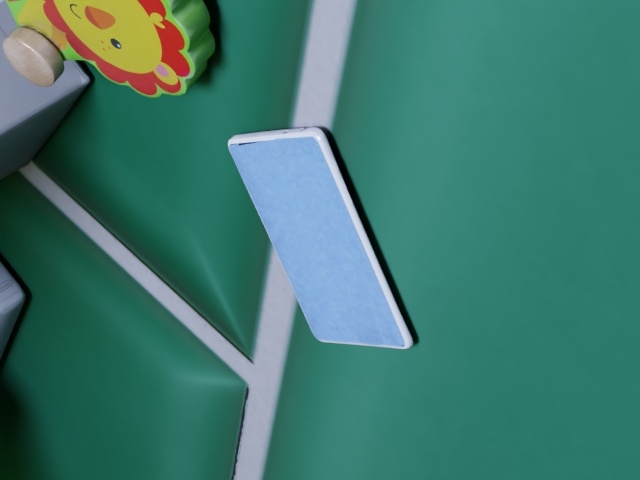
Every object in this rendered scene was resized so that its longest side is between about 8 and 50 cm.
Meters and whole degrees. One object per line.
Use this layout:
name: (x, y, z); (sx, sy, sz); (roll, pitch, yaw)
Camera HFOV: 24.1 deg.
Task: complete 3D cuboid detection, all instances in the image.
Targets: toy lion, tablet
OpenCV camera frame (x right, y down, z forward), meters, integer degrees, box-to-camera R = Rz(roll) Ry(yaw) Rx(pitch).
toy lion: (-0.083, -0.090, 0.507); (0.096, 0.034, 0.100); (4, 137, 46)
tablet: (0.000, 0.000, 0.514); (0.054, 0.006, 0.083); (0, 120, 52)

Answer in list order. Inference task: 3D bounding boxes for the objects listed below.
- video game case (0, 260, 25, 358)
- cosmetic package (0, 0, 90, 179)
video game case: (-0.242, 0.004, 0.821); (0.193, 0.023, 0.212); (50, 148, 8)
cosmetic package: (-0.220, -0.039, 0.555); (0.127, 0.238, 0.107); (53, 151, -2)
